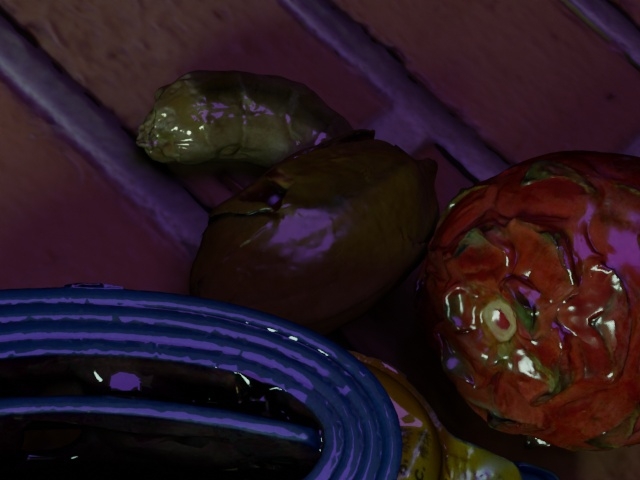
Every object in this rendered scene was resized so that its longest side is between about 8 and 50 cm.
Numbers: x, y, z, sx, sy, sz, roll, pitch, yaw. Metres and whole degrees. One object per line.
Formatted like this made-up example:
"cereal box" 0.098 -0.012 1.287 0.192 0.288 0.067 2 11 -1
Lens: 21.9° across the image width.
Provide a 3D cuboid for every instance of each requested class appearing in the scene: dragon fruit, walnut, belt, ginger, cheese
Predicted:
"dragon fruit" 0.193 0.043 1.200 0.252 0.241 0.241 -16 62 -11
"walnut" 0.000 0.000 1.214 0.245 0.137 0.137 -27 70 -34
"belt" -0.130 0.144 1.002 0.347 0.117 0.212 3 58 -9
"ginger" -0.052 -0.089 1.291 0.190 0.069 0.095 3 76 -25
"cheese" 0.050 0.160 1.149 0.270 0.069 0.177 20 49 -12
